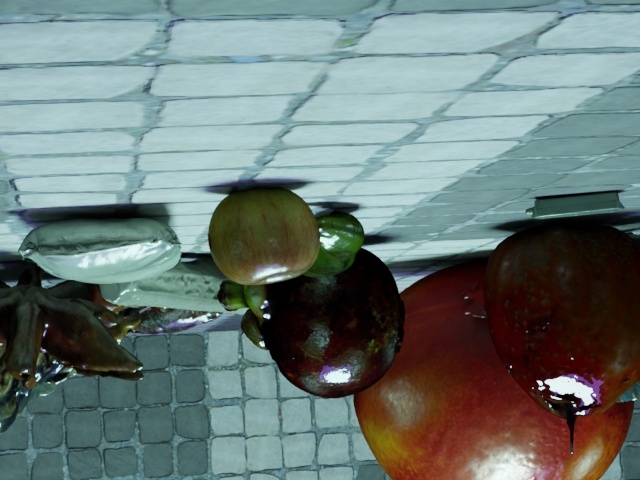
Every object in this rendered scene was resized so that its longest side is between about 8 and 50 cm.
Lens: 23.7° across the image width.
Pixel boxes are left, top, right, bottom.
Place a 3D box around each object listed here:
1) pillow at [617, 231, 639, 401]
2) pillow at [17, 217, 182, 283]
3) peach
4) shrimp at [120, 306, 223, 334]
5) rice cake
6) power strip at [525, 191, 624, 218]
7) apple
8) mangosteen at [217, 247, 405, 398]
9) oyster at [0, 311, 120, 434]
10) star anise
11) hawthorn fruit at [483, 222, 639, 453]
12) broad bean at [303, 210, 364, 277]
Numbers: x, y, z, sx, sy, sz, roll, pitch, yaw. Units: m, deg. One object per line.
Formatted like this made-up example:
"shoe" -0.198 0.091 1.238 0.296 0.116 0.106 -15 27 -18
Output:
"pillow" 0.324 0.079 1.625 0.034 0.189 0.255 18 166 -28
"pillow" -0.181 0.010 1.291 0.128 0.051 0.229 0 176 -5
"peach" 0.219 0.178 1.912 0.370 0.370 0.370 -3 174 0
"shrimp" -0.213 0.091 2.019 0.190 0.073 0.075 -15 128 15
"rice cake" -0.137 0.045 1.633 0.052 0.057 0.256 -41 153 26
"power strip" 0.216 -0.029 1.300 0.083 0.017 0.027 -5 173 9
"apple" -0.042 -0.004 1.136 0.084 0.071 0.084 -12 174 -1
"mangosteen" -0.002 0.078 1.578 0.184 0.172 0.172 19 167 -18
"oyster" -0.352 0.157 1.730 0.221 0.096 0.361 -33 -178 45
"star anise" -0.296 0.082 1.552 0.288 0.088 0.288 5 -163 -2
"hawthorn fruit" 0.245 0.096 1.524 0.181 0.235 0.181 4 167 1
"broad bean" 0.008 0.001 1.330 0.061 0.046 0.195 8 170 3
